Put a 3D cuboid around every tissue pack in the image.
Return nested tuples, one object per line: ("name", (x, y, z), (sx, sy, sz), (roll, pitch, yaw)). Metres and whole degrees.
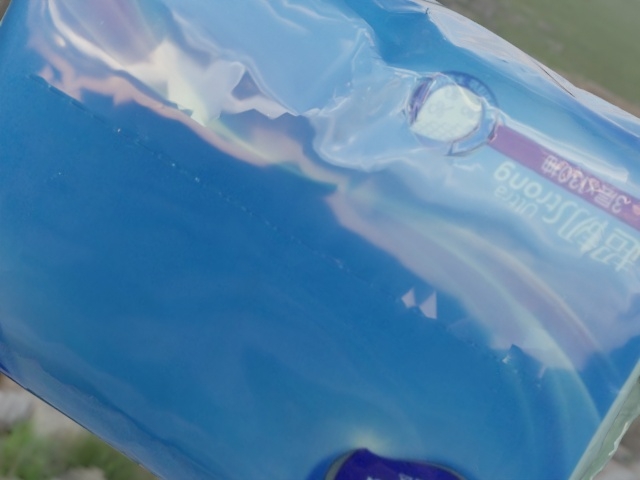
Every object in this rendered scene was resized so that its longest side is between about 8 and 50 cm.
("tissue pack", (0.000, 0.000, 0.670), (0.263, 0.198, 0.146), (31, 10, 12))
